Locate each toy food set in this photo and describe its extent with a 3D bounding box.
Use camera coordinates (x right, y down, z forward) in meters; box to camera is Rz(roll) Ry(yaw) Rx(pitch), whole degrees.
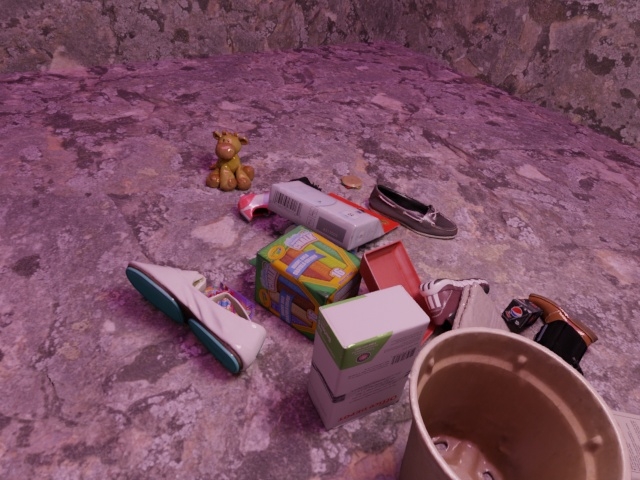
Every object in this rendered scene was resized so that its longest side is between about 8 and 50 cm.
[{"bbox_3d":[0.122,-0.229,1.700,0.083,0.020,0.083,6,39,-5],"label":"toy food set"}]

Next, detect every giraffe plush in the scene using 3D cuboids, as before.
[{"bbox_3d":[-0.328,-0.302,1.576,0.181,0.171,0.210,-3,41,-15],"label":"giraffe plush"}]

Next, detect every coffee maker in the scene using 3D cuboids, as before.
[{"bbox_3d":[0.576,0.286,1.057,0.178,0.120,0.171,-32,11,-39],"label":"coffee maker"}]

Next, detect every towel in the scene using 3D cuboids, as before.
[{"bbox_3d":[0.395,0.251,1.075,0.187,0.049,0.282,49,43,-10],"label":"towel"}]

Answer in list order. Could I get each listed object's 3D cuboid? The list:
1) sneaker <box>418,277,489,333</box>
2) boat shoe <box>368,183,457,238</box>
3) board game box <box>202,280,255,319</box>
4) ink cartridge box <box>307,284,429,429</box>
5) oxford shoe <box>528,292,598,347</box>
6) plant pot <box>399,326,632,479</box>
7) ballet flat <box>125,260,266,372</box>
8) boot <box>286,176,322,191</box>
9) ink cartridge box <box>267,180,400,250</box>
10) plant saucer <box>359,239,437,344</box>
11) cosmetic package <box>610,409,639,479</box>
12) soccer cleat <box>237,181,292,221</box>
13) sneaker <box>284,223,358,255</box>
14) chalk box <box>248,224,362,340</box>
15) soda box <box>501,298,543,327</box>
[{"bbox_3d":[0.385,0.193,1.202,0.281,0.106,0.163,3,68,-37],"label":"sneaker"},{"bbox_3d":[0.327,-0.104,1.531,0.334,0.096,0.112,22,40,15],"label":"boat shoe"},{"bbox_3d":[-0.256,0.165,1.132,0.168,0.033,0.133,30,43,24],"label":"board game box"},{"bbox_3d":[0.090,0.247,0.916,0.198,0.273,0.115,-12,41,-25],"label":"ink cartridge box"},{"bbox_3d":[0.660,0.227,1.226,0.076,0.076,0.212,-42,39,2],"label":"oxford shoe"},{"bbox_3d":[0.284,0.381,0.765,0.333,0.306,0.334,5,39,-4],"label":"plant pot"},{"bbox_3d":[-0.294,0.156,1.054,0.400,0.139,0.139,34,44,18],"label":"ballet flat"},{"bbox_3d":[-0.063,-0.186,1.595,0.121,0.045,0.099,-24,56,-32],"label":"boot"},{"bbox_3d":[0.066,-0.108,1.405,0.308,0.091,0.385,27,27,25],"label":"ink cartridge box"},{"bbox_3d":[0.199,0.138,1.111,0.259,0.047,0.259,-14,78,-60],"label":"plant saucer"},{"bbox_3d":[0.596,0.445,0.894,0.295,0.129,0.153,12,40,2],"label":"cosmetic package"},{"bbox_3d":[-0.165,-0.132,1.489,0.247,0.083,0.095,-19,68,-33],"label":"soccer cleat"},{"bbox_3d":[0.000,0.000,1.346,0.237,0.085,0.086,11,34,4],"label":"sneaker"},{"bbox_3d":[-0.057,0.092,1.146,0.288,0.179,0.180,30,43,23],"label":"chalk box"},{"bbox_3d":[0.555,0.196,1.187,0.060,0.053,0.168,42,18,33],"label":"soda box"}]
